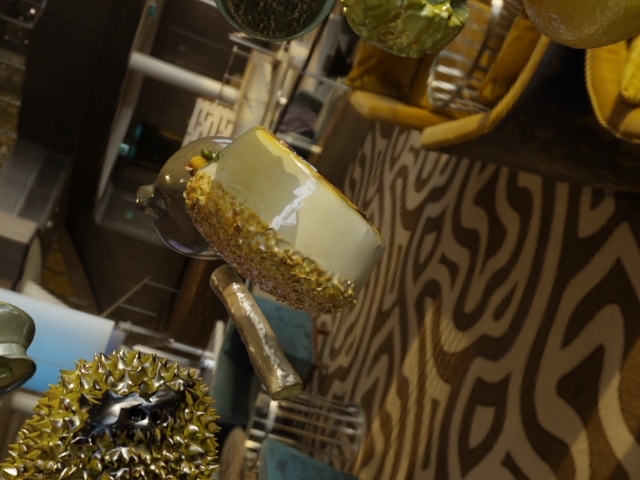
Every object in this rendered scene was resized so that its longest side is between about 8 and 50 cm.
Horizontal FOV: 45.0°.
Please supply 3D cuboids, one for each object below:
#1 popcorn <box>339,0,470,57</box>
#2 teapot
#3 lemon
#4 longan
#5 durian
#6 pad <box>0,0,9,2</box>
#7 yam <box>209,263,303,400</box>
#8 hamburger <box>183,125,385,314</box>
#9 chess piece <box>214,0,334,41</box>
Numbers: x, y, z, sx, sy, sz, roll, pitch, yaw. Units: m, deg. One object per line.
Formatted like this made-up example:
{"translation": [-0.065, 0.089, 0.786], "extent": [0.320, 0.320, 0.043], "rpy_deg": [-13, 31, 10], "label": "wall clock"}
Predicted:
{"translation": [0.133, -0.385, 1.205], "extent": [0.184, 0.221, 0.204], "rpy_deg": [-39, 63, 47], "label": "popcorn"}
{"translation": [-0.485, 0.170, 1.145], "extent": [0.119, 0.130, 0.165], "rpy_deg": [57, 144, 30], "label": "teapot"}
{"translation": [0.396, -0.370, 1.123], "extent": [0.244, 0.187, 0.186], "rpy_deg": [19, 91, 55], "label": "lemon"}
{"translation": [-0.212, -0.085, 1.521], "extent": [0.300, 0.300, 0.243], "rpy_deg": [126, 141, -56], "label": "longan"}
{"translation": [-0.178, 0.185, 0.674], "extent": [0.237, 0.194, 0.137], "rpy_deg": [-115, 37, -51], "label": "durian"}
{"translation": [-0.510, -0.503, 1.113], "extent": [0.220, 0.330, 0.004], "rpy_deg": [5, 47, 38], "label": "pad"}
{"translation": [-0.126, 0.165, 1.439], "extent": [0.299, 0.066, 0.066], "rpy_deg": [58, 138, 30], "label": "yam"}
{"translation": [-0.052, -0.018, 1.042], "extent": [0.179, 0.276, 0.294], "rpy_deg": [-47, 41, 1], "label": "hamburger"}
{"translation": [-0.068, -0.335, 0.884], "extent": [0.271, 0.139, 0.139], "rpy_deg": [-109, 38, -54], "label": "chess piece"}
